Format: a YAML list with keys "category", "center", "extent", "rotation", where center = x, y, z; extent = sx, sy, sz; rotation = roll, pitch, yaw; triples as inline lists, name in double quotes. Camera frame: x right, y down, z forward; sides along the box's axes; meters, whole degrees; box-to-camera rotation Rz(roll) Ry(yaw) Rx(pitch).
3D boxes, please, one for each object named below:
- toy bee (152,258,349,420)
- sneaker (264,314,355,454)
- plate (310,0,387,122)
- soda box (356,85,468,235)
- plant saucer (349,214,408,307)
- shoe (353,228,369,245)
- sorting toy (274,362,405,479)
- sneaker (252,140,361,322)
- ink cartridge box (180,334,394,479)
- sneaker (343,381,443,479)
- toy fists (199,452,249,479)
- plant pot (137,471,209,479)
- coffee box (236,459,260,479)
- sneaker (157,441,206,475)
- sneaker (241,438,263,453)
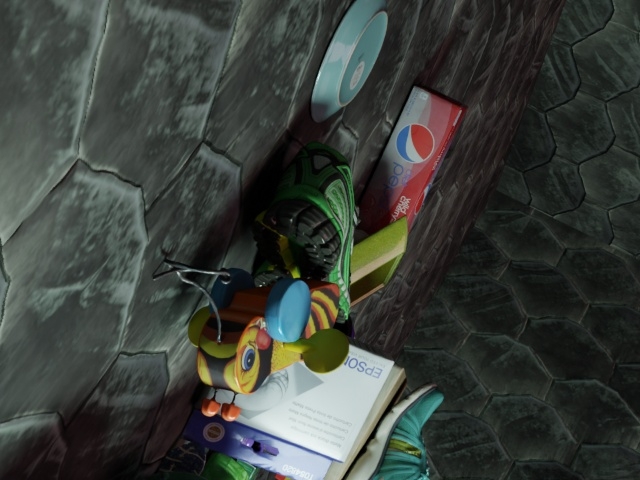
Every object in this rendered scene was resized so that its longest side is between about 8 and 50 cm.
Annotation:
- category: "toy bee"
  center: [-0.087, 0.110, 1.203]
  extent: [0.298, 0.195, 0.162]
  rotation: [10, 90, -40]
- category: "sneaker"
  center: [-0.028, 0.223, 1.886]
  extent: [0.146, 0.102, 0.293]
  rotation: [93, 22, -54]
- category: "plate"
  center: [0.043, -0.226, 1.344]
  extent: [0.188, 0.024, 0.188]
  rotation: [-59, 168, -21]
- category: "soda box"
  center: [0.149, -0.125, 1.848]
  extent: [0.263, 0.092, 0.083]
  rotation: [-66, 168, 14]
- category: "plant saucer"
  center: [0.059, 0.059, 1.770]
  extent: [0.188, 0.045, 0.188]
  rotation: [-30, 162, -23]
- category: "shoe"
  center: [0.058, 0.015, 1.842]
  extent: [0.076, 0.058, 0.219]
  rotation: [-41, 165, -4]
- category: "sorting toy"
  center: [0.030, 0.298, 1.693]
  extent: [0.257, 0.089, 0.255]
  rotation: [-59, 168, -8]
- category: "sneaker"
  center: [0.000, 0.000, 1.399]
  extent: [0.343, 0.134, 0.146]
  rotation: [98, 15, -66]
- category: "ink cartridge box"
  center: [-0.045, 0.216, 1.488]
  extent: [0.224, 0.223, 0.045]
  rotation: [-65, -163, 8]
- category: "sneaker"
  center: [0.119, 0.337, 1.667]
  extent: [0.275, 0.110, 0.107]
  rotation: [-54, 167, -30]
- category: "toy fists"
  center: [-0.178, 0.459, 1.748]
  extent: [0.142, 0.096, 0.279]
  rotation: [-54, 167, -34]
- category: "plant pot"
  center: [-0.170, 0.402, 1.303]
  extent: [0.293, 0.293, 0.196]
  rotation: [-52, 138, -42]
- category: "coffee box"
  center: [-0.161, 0.463, 1.947]
  extent: [0.184, 0.040, 0.113]
  rotation: [-62, 173, 2]
- category: "sneaker"
  center: [-0.204, 0.330, 1.486]
  extent: [0.135, 0.052, 0.058]
  rotation: [-53, 176, -10]
- category: "sneaker"
  center: [-0.120, 0.323, 1.750]
  extent: [0.068, 0.071, 0.170]
  rotation: [-61, 169, -7]
